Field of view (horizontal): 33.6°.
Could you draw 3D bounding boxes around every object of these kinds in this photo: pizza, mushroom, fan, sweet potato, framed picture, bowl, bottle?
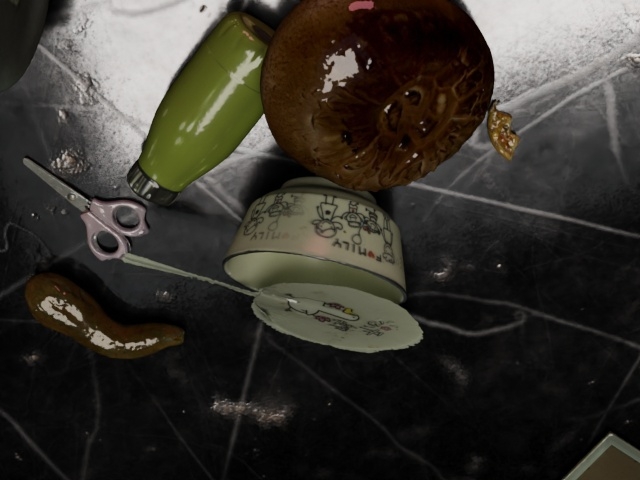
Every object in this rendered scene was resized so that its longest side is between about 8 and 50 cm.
[{"bbox_3d":[0.236,-0.141,1.368,0.037,0.016,0.083,-19,112,2],"label":"pizza"},{"bbox_3d":[0.074,-0.189,1.242,0.297,0.163,0.278,0,110,-32],"label":"mushroom"},{"bbox_3d":[-0.057,0.075,1.386,0.414,0.012,0.233,18,153,-16],"label":"fan"},{"bbox_3d":[-0.306,0.116,1.470,0.233,0.062,0.081,25,111,-14],"label":"sweet potato"},{"bbox_3d":[0.479,0.438,1.633,0.293,0.018,0.231,34,110,-14],"label":"framed picture"},{"bbox_3d":[0.000,0.000,1.348,0.237,0.238,0.126,10,72,-4],"label":"bowl"},{"bbox_3d":[-0.143,-0.154,1.314,0.112,0.112,0.260,35,111,-15],"label":"bottle"}]

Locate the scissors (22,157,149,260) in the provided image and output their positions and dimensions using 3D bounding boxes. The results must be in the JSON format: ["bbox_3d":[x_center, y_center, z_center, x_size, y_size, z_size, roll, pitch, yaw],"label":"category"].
[{"bbox_3d":[-0.321,-0.050,1.418,0.189,0.015,0.100,39,108,-14],"label":"scissors"}]

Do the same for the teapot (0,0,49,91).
[{"bbox_3d":[-0.499,-0.346,1.156,0.361,0.305,0.376,11,86,3],"label":"teapot"}]
